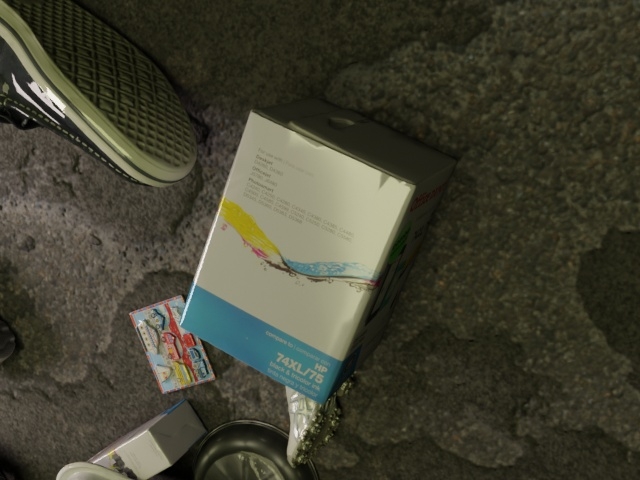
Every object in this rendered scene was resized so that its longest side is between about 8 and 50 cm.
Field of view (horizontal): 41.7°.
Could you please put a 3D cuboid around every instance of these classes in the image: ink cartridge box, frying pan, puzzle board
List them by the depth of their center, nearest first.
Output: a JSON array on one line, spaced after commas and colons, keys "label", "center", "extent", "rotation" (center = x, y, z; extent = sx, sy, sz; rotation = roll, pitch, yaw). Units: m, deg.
[{"label": "ink cartridge box", "center": [0.000, 0.000, 0.969], "extent": [0.197, 0.198, 0.270], "rotation": [26, 111, 15]}, {"label": "puzzle board", "center": [-0.211, 0.149, 1.191], "extent": [0.096, 0.011, 0.128], "rotation": [-19, 94, 24]}, {"label": "frying pan", "center": [-0.157, 0.341, 1.195], "extent": [0.326, 0.053, 0.197], "rotation": [8, 101, 17]}, {"label": "ink cartridge box", "center": [-0.262, 0.306, 1.197], "extent": [0.181, 0.104, 0.062], "rotation": [-33, 90, 26]}]

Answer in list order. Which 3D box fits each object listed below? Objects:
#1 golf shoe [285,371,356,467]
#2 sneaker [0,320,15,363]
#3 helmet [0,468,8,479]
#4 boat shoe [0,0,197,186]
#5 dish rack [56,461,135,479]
[{"label": "golf shoe", "center": [-0.015, 0.212, 1.111], "extent": [0.086, 0.069, 0.176], "rotation": [33, 111, 33]}, {"label": "sneaker", "center": [-0.602, 0.106, 1.285], "extent": [0.281, 0.105, 0.115], "rotation": [47, 114, 5]}, {"label": "helmet", "center": [-0.568, 0.409, 1.311], "extent": [0.161, 0.169, 0.169], "rotation": [39, 113, 15]}, {"label": "boat shoe", "center": [-0.357, -0.213, 1.076], "extent": [0.500, 0.186, 0.156], "rotation": [38, 118, 15]}, {"label": "dish rack", "center": [-0.242, 0.471, 1.180], "extent": [0.332, 0.072, 0.286], "rotation": [22, 121, -3]}]
